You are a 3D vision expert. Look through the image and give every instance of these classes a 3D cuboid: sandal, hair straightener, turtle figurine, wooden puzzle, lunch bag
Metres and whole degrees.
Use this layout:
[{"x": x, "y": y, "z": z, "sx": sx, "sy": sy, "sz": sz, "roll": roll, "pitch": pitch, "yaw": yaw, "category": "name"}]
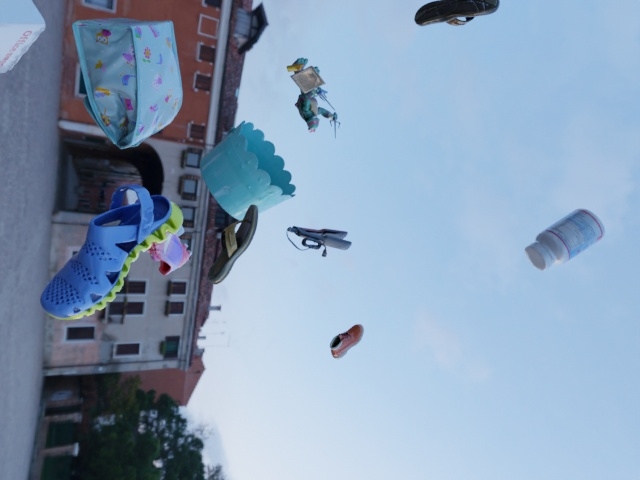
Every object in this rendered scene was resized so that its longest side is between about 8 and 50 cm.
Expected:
[{"x": -0.179, "y": 0.005, "z": 0.854, "sx": 0.180, "sy": 0.049, "sz": 0.072, "roll": -55, "pitch": -149, "yaw": 5, "category": "sandal"}, {"x": 0.000, "y": 0.000, "z": 1.215, "sx": 0.047, "sy": 0.230, "sz": 0.089, "roll": -45, "pitch": -130, "yaw": 32, "category": "hair straightener"}, {"x": -0.021, "y": -0.429, "z": 1.325, "sx": 0.175, "sy": 0.118, "sz": 0.234, "roll": 30, "pitch": 45, "yaw": -76, "category": "turtle figurine"}, {"x": -0.033, "y": -0.418, "z": 1.119, "sx": 0.078, "sy": 0.116, "sz": 0.014, "roll": -8, "pitch": -118, "yaw": 23, "category": "wooden puzzle"}, {"x": 0.357, "y": -0.595, "z": 1.136, "sx": 0.219, "sy": 0.060, "sz": 0.090, "roll": 0, "pitch": -116, "yaw": 32, "category": "sandal"}, {"x": -0.430, "y": -0.366, "z": 1.002, "sx": 0.223, "sy": 0.160, "sz": 0.262, "roll": -77, "pitch": 172, "yaw": -60, "category": "lunch bag"}, {"x": -0.411, "y": 0.005, "z": 0.831, "sx": 0.317, "sy": 0.126, "sz": 0.138, "roll": -57, "pitch": 161, "yaw": -27, "category": "sandal"}]

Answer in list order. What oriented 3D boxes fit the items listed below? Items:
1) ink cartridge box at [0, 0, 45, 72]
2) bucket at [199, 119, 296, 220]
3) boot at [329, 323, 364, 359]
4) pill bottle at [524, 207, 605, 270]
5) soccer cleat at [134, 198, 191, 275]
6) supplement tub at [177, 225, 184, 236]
[{"x": -0.541, "y": -0.303, "z": 0.605, "sx": 0.160, "sy": 0.219, "sz": 0.093, "roll": -20, "pitch": -75, "yaw": 31, "category": "ink cartridge box"}, {"x": -0.226, "y": -0.209, "z": 1.347, "sx": 0.183, "sy": 0.281, "sz": 0.281, "roll": -30, "pitch": -127, "yaw": 15, "category": "bucket"}, {"x": 0.096, "y": 0.353, "z": 1.564, "sx": 0.059, "sy": 0.158, "sz": 0.085, "roll": 31, "pitch": -24, "yaw": 38, "category": "boot"}, {"x": 0.556, "y": 0.001, "z": 0.990, "sx": 0.087, "sy": 0.160, "sz": 0.087, "roll": 58, "pitch": -5, "yaw": 9, "category": "pill bottle"}, {"x": -0.399, "y": -0.004, "z": 1.064, "sx": 0.083, "sy": 0.095, "sz": 0.248, "roll": 31, "pitch": -25, "yaw": 24, "category": "soccer cleat"}, {"x": -0.545, "y": -0.066, "z": 1.554, "sx": 0.071, "sy": 0.071, "sz": 0.107, "roll": 25, "pitch": -42, "yaw": 60, "category": "supplement tub"}]
